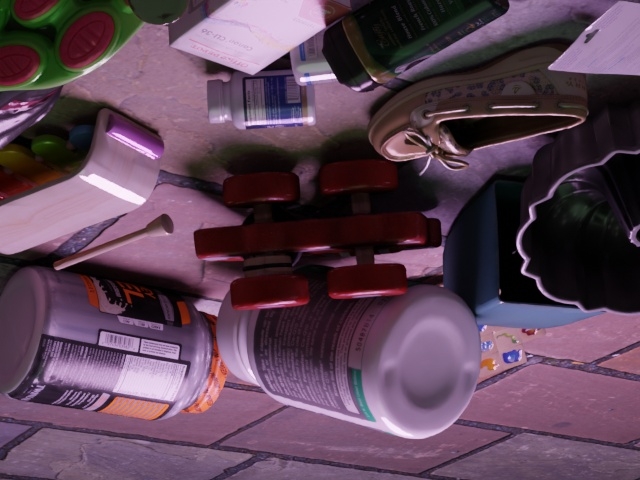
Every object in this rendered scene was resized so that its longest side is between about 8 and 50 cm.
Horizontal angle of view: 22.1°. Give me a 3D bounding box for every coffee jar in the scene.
[{"bbox_3d":[0.093,-0.219,1.644,0.184,0.079,0.096,-29,180,16],"label":"coffee jar"}]

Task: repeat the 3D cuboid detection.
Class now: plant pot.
[{"bbox_3d":[0.263,0.038,2.226,0.166,0.165,0.234,5,163,-19],"label":"plant pot"}]

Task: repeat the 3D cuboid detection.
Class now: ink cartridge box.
[{"bbox_3d":[-0.076,-0.234,1.668,0.115,0.067,0.198,16,149,-38],"label":"ink cartridge box"}]

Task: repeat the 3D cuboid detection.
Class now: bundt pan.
[{"bbox_3d":[0.397,-0.054,2.011,0.331,0.124,0.331,-2,140,-1],"label":"bundt pan"}]

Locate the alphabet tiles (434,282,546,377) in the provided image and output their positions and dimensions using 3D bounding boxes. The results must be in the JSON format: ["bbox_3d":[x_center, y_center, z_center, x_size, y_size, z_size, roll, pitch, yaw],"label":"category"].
[{"bbox_3d":[0.219,0.136,2.478,0.237,0.009,0.198,-19,124,1],"label":"alphabet tiles"}]

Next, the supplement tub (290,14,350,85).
[{"bbox_3d":[0.023,-0.205,1.745,0.107,0.071,0.071,-5,156,6],"label":"supplement tub"}]

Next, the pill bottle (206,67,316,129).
[{"bbox_3d":[-0.066,-0.159,1.840,0.120,0.067,0.067,-3,156,0],"label":"pill bottle"}]

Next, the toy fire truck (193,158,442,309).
[{"bbox_3d":[0.000,0.000,2.123,0.302,0.169,0.254,-6,175,9],"label":"toy fire truck"}]

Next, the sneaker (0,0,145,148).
[{"bbox_3d":[-0.328,-0.199,1.639,0.483,0.185,0.202,-29,-172,28],"label":"sneaker"}]

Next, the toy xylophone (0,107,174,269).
[{"bbox_3d":[-0.329,-0.053,2.027,0.323,0.081,0.236,-14,154,22],"label":"toy xylophone"}]

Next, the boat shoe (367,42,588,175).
[{"bbox_3d":[0.176,-0.141,1.885,0.285,0.089,0.104,-21,151,35],"label":"boat shoe"}]

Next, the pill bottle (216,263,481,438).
[{"bbox_3d":[0.028,0.141,2.236,0.204,0.204,0.361,19,173,-40],"label":"pill bottle"}]

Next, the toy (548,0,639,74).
[{"bbox_3d":[0.372,-0.229,1.755,0.237,0.056,0.137,4,152,-27],"label":"toy"}]

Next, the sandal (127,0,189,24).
[{"bbox_3d":[-0.154,-0.317,1.456,0.088,0.079,0.240,-3,122,-2],"label":"sandal"}]

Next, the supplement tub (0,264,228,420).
[{"bbox_3d":[-0.302,0.154,2.365,0.316,0.193,0.193,14,151,-34],"label":"supplement tub"}]
